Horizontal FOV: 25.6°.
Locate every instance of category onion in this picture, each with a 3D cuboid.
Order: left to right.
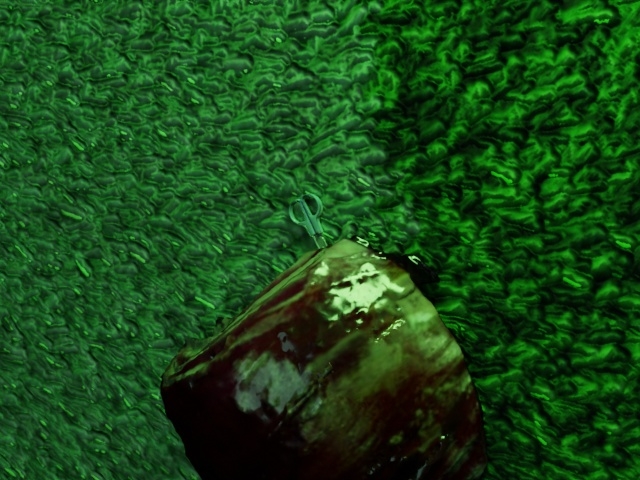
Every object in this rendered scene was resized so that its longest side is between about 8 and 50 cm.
[{"bbox_3d":[-0.007,0.167,1.169,0.314,0.146,0.280,-39,84,34],"label":"onion"}]

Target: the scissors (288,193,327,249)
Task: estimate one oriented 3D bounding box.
[{"bbox_3d":[0.000,0.000,1.195,0.036,0.006,0.083,-28,87,37],"label":"scissors"}]
